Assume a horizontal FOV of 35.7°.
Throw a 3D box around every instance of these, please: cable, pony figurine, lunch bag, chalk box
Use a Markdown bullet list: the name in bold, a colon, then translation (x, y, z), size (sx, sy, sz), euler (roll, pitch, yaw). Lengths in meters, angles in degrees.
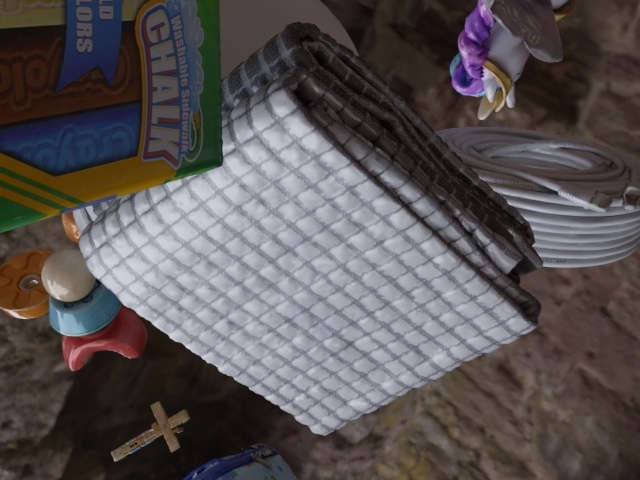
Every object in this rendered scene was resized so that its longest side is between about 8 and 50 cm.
- **cable**: translation (0.222, -0.055, 1.050), size (0.257, 0.089, 0.257), euler (15, -158, 26)
- **pony figurine**: translation (0.235, -0.324, 1.139), size (0.351, 0.363, 0.303), euler (18, -156, -53)
- **lunch bag**: translation (-0.125, 0.294, 0.973), size (0.090, 0.219, 0.176), euler (53, -163, 16)
- **chalk box**: translation (-0.167, -0.117, 0.522), size (0.180, 0.179, 0.289), euler (8, -164, 28)

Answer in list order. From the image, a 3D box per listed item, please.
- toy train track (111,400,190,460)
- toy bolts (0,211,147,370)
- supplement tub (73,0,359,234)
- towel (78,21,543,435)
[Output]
- **toy train track**: translation (-0.156, 0.180, 0.919), size (0.048, 0.083, 0.014), euler (62, -170, 17)
- **toy bolts**: translation (-0.307, 0.029, 1.177), size (0.218, 0.158, 0.228), euler (-16, -134, -3)
- **supplement tub**: translation (-0.120, -0.105, 1.030), size (0.228, 0.316, 0.228), euler (15, -125, -23)
- **towel**: translation (0.000, 0.000, 0.744), size (0.284, 0.235, 0.121), euler (38, -145, -28)
